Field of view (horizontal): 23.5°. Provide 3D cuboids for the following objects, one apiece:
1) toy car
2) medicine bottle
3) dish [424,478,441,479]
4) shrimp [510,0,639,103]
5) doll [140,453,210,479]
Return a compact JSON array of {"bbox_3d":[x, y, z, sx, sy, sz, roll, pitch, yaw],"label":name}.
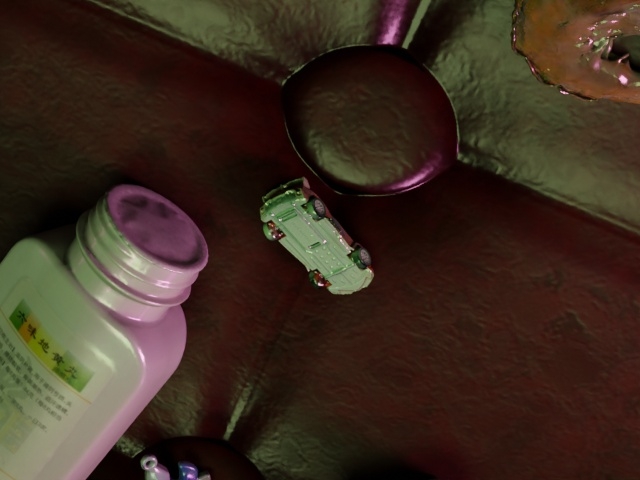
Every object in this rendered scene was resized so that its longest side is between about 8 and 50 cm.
[{"bbox_3d":[0.000,0.000,1.362,0.059,0.035,0.122,-26,124,29],"label":"toy car"},{"bbox_3d":[-0.234,0.098,1.412,0.179,0.124,0.324,46,118,13],"label":"medicine bottle"},{"bbox_3d":[0.103,0.321,1.545,0.151,0.077,0.212,-16,120,22],"label":"dish"},{"bbox_3d":[0.263,-0.173,1.156,0.253,0.058,0.173,-13,129,27],"label":"shrimp"},{"bbox_3d":[-0.142,0.290,1.596,0.096,0.070,0.195,-27,122,-4],"label":"doll"}]
